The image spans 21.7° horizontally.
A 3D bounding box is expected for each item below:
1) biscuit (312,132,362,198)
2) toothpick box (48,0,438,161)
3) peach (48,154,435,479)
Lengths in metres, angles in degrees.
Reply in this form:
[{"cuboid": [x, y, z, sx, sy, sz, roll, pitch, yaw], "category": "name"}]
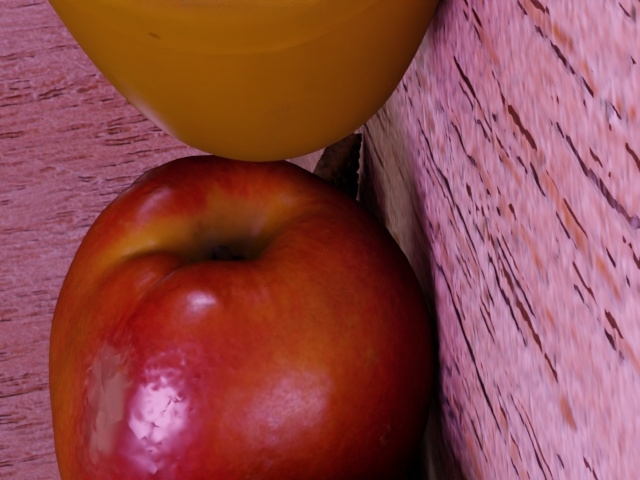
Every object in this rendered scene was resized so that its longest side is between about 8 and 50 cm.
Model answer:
[{"cuboid": [0.003, -0.012, 1.221, 0.237, 0.026, 0.131, -60, -14, -66], "category": "biscuit"}, {"cuboid": [-0.030, -0.128, 0.664, 0.271, 0.175, 0.175, 85, 179, -77], "category": "toothpick box"}, {"cuboid": [-0.043, 0.078, 0.883, 0.243, 0.199, 0.243, 9, -90, -76], "category": "peach"}]
